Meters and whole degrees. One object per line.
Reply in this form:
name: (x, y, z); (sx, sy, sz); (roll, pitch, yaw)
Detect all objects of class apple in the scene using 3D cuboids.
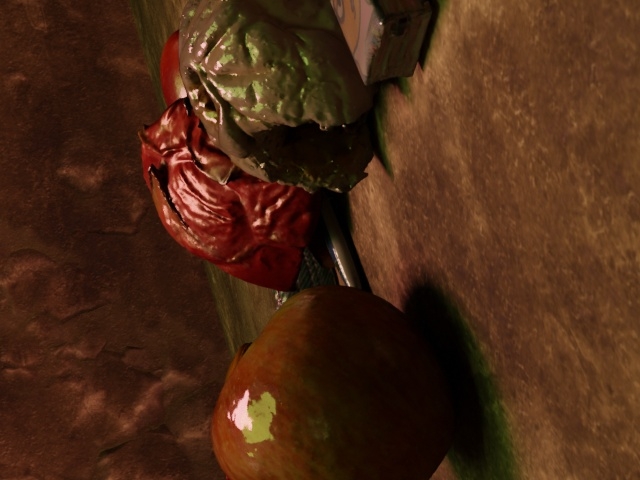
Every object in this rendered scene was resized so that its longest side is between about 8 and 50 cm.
apple: (0.021, 0.197, 1.401); (0.250, 0.277, 0.309); (33, -178, 4)
apple: (-0.158, -0.241, 1.852); (0.181, 0.181, 0.168); (-154, 75, -75)

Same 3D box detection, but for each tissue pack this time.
tissue pack: (0.049, -0.242, 1.161); (0.115, 0.065, 0.155); (105, 148, -65)

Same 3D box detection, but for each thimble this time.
thimble: (-0.030, 0.064, 1.888); (0.135, 0.090, 0.118); (144, 112, -80)

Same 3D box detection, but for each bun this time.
bun: (-0.054, -0.192, 1.368); (0.281, 0.204, 0.282); (166, 90, -79)

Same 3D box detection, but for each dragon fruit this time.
dragon fruit: (-0.096, -0.141, 1.702); (0.330, 0.302, 0.240); (-61, 5, 37)

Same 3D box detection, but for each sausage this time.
sausage: (0.000, 0.000, 1.785); (0.131, 0.039, 0.041); (-125, 30, -56)

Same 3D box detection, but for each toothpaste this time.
toothpaste: (0.028, 0.013, 1.684); (0.057, 0.034, 0.197); (57, -168, -74)

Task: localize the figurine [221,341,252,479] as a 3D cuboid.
figurine: (-0.022, 0.389, 1.856); (0.387, 0.268, 0.401); (-98, 13, -46)
